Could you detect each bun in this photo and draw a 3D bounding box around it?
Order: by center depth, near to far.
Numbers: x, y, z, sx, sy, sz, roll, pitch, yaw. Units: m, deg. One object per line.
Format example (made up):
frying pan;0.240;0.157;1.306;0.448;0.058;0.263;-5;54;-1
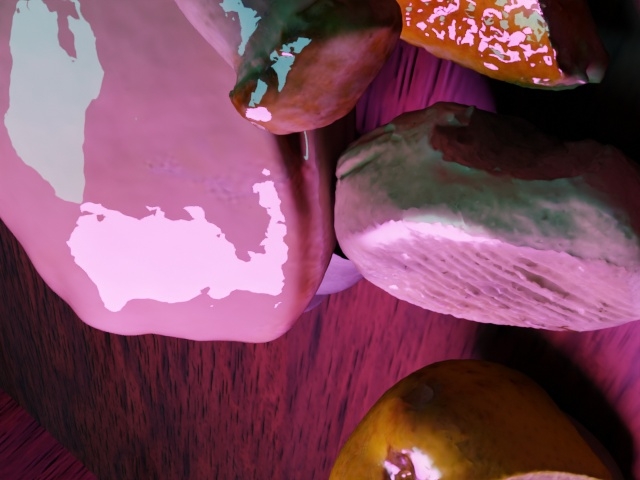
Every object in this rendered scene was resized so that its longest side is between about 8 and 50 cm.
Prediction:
bun;0.113;-0.019;0.999;0.210;0.116;0.237;20;161;-24

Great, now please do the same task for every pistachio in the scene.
pistachio;-0.122;-0.131;1.084;0.365;0.281;0.445;18;130;55

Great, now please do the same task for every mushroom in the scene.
mushroom;-0.072;-0.209;0.854;0.107;0.087;0.333;-34;85;25

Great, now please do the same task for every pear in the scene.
pear;0.097;0.220;1.300;0.176;0.286;0.281;52;168;46

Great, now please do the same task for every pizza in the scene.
pizza;0.059;-0.210;0.846;0.189;0.071;0.297;19;147;38

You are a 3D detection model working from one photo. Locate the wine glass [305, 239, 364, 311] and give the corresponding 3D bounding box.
wine glass;0.000;0.000;1.298;0.093;0.093;0.202;47;161;-2
